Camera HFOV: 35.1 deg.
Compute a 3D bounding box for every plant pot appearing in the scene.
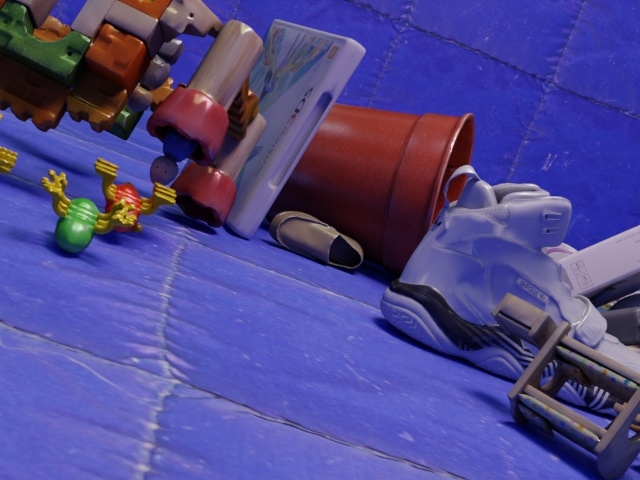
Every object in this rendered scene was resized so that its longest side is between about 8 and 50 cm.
[{"bbox_3d":[0.069,-0.087,1.527,0.265,0.273,0.272,15,6,15],"label":"plant pot"}]

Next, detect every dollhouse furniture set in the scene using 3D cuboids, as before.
[{"bbox_3d":[0.248,0.164,0.983,0.182,0.101,0.161,30,-13,46],"label":"dollhouse furniture set"}]

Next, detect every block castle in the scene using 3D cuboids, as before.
[{"bbox_3d":[-0.298,-0.195,1.229,0.453,0.213,0.303,27,-17,5],"label":"block castle"}]

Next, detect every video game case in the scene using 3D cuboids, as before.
[{"bbox_3d":[-0.084,-0.177,1.479,0.036,0.300,0.329,30,4,-26],"label":"video game case"}]

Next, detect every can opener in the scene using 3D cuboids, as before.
[{"bbox_3d":[0.395,0.122,1.254,0.074,0.093,0.280,7,-10,-39],"label":"can opener"}]

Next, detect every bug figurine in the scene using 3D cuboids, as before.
[{"bbox_3d":[-0.286,-0.059,0.992,0.279,0.072,0.216,25,14,-12],"label":"bug figurine"}]

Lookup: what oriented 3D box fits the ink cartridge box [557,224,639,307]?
[{"bbox_3d":[0.432,0.052,1.478,0.066,0.296,0.261,70,14,18],"label":"ink cartridge box"}]

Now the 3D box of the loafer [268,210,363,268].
[{"bbox_3d":[0.000,0.000,1.399,0.148,0.056,0.050,18,3,-21],"label":"loafer"}]

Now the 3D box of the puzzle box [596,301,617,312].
[{"bbox_3d":[0.577,0.175,1.775,0.272,0.052,0.409,24,8,9],"label":"puzzle box"}]

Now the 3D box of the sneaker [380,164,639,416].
[{"bbox_3d":[0.269,0.059,1.164,0.365,0.210,0.137,21,8,-9],"label":"sneaker"}]

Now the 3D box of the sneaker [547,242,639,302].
[{"bbox_3d":[0.544,0.100,2.077,0.305,0.114,0.152,27,-5,9],"label":"sneaker"}]

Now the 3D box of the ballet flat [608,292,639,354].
[{"bbox_3d":[0.455,0.164,1.334,0.139,0.139,0.400,19,10,-20],"label":"ballet flat"}]
